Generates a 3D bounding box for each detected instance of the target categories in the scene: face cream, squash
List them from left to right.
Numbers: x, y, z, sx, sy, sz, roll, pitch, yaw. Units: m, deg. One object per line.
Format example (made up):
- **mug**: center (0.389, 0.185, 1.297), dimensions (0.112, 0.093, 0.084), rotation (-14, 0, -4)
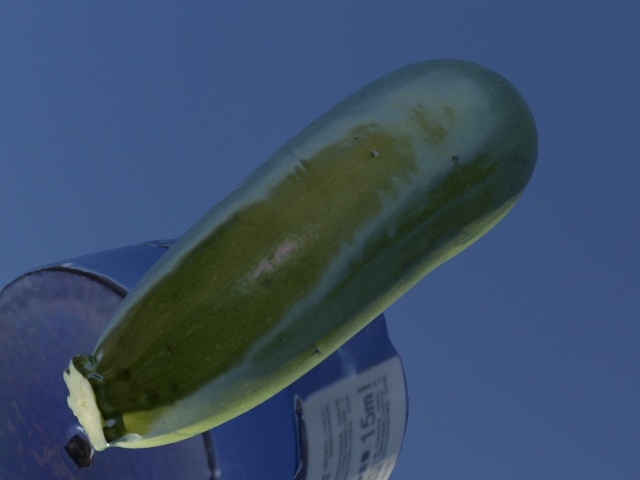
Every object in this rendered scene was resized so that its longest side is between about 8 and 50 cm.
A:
- **face cream**: center (-0.092, 0.120, 0.927), dimensions (0.249, 0.225, 0.249), rotation (7, -78, 36)
- **squash**: center (0.000, 0.000, 0.411), dimensions (0.066, 0.201, 0.066), rotation (30, -40, 29)
